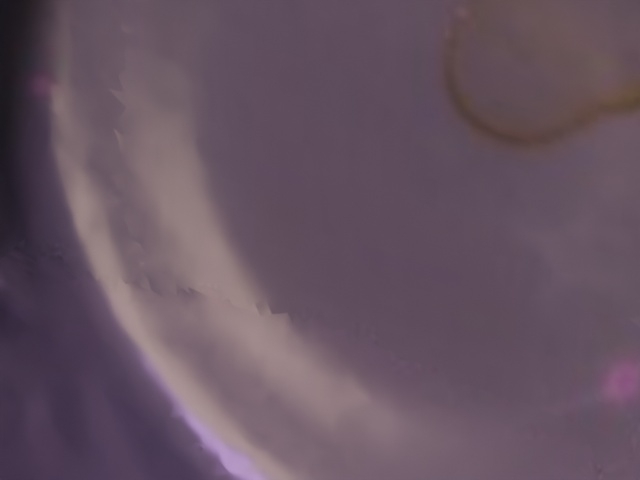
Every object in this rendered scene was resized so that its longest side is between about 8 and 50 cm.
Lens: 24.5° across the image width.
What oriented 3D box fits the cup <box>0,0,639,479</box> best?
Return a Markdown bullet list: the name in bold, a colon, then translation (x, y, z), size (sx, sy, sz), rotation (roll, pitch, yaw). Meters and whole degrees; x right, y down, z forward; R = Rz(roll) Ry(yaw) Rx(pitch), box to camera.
- **cup**: translation (0.000, 0.000, 0.327), size (0.347, 0.163, 0.347), rotation (16, 120, 29)
